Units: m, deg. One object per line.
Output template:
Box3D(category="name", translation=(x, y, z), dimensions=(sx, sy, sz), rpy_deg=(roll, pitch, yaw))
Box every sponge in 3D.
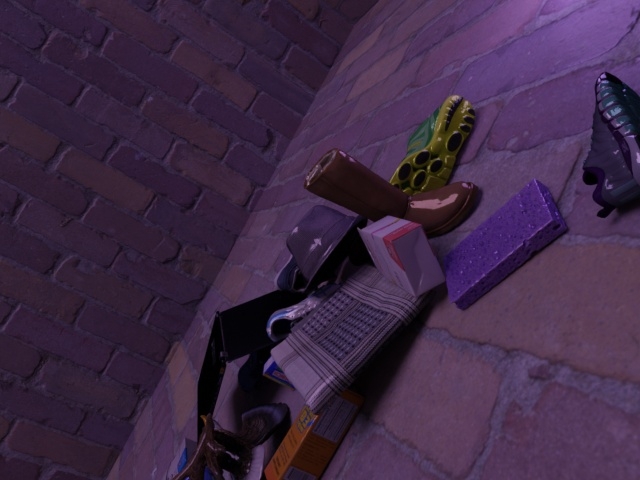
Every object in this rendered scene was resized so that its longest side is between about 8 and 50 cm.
Box3D(category="sponge", translation=(0.282, 0.008, 0.781), dimensions=(0.210, 0.031, 0.117), rpy_deg=(-49, 19, 33))

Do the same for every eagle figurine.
Box3D(category="eagle figurine", translation=(-0.187, 0.469, 1.102), dimensions=(0.226, 0.298, 0.225), rpy_deg=(-25, 59, 12))

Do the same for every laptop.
Box3D(category="laptop", translation=(-0.197, 0.340, 1.426), dimensions=(0.382, 0.236, 0.408), rpy_deg=(-141, 66, -73))

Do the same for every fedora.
Box3D(category="fedora", translation=(0.000, 0.000, 1.197), dimensions=(0.244, 0.124, 0.275), rpy_deg=(-57, -12, 25))

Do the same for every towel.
Box3D(category="towel", translation=(0.045, 0.167, 0.995), dimensions=(0.312, 0.056, 0.324), rpy_deg=(-44, 15, -8))

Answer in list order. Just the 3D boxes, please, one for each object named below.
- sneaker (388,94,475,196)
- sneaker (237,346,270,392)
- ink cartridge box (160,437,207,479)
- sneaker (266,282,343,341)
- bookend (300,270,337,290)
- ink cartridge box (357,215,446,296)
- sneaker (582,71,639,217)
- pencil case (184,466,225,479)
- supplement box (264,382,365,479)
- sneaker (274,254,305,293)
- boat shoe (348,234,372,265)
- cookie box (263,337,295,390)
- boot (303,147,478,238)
Box3D(category="sneaker", translation=(0.243, -0.188, 1.104), dimensions=(0.295, 0.109, 0.123), rpy_deg=(-54, 8, -12))
Box3D(category="sneaker", translation=(-0.195, 0.374, 1.466), dimensions=(0.073, 0.063, 0.162), rpy_deg=(-33, 32, 49))
Box3D(category="ink cartridge box", translation=(-0.423, 0.731, 1.480), dimensions=(0.203, 0.086, 0.148), rpy_deg=(-61, 17, -5))
Box3D(category="sneaker", translation=(-0.026, 0.181, 1.195), dimensions=(0.237, 0.085, 0.086), rpy_deg=(-29, 27, 16))
Box3D(category="bookend", translation=(0.018, 0.042, 1.356), dimensions=(0.072, 0.156, 0.157), rpy_deg=(-11, 96, 68))
Box3D(category="ink cartridge box", translation=(0.144, 0.020, 0.922), dimensions=(0.067, 0.115, 0.198), rpy_deg=(-29, 14, -8))
Box3D(category="sneaker", translation=(0.381, -0.135, 0.657), dimensions=(0.098, 0.083, 0.224), rpy_deg=(-49, 21, 46))
Box3D(category="pencil case", translation=(-0.266, 0.656, 1.106), dimensions=(0.133, 0.119, 0.306), rpy_deg=(-51, 17, -1))
Box3D(category="supplement box", translation=(-0.012, 0.372, 0.933), dimensions=(0.233, 0.080, 0.078), rpy_deg=(-57, 18, -2))
Box3D(category="sneaker", translation=(-0.042, 0.063, 1.505), dimensions=(0.226, 0.086, 0.163), rpy_deg=(-61, 20, -12))
Box3D(category="boat shoe", translation=(0.127, 0.006, 1.158), dimensions=(0.178, 0.064, 0.060), rpy_deg=(-45, 21, 34))
Box3D(category="cookie box", translation=(-0.074, 0.302, 1.195), dimensions=(0.107, 0.092, 0.040), rpy_deg=(-53, 15, 24))
Box3D(category="boot", translation=(0.132, -0.099, 0.966), dimensions=(0.236, 0.269, 0.089), rpy_deg=(-40, 26, 48))
